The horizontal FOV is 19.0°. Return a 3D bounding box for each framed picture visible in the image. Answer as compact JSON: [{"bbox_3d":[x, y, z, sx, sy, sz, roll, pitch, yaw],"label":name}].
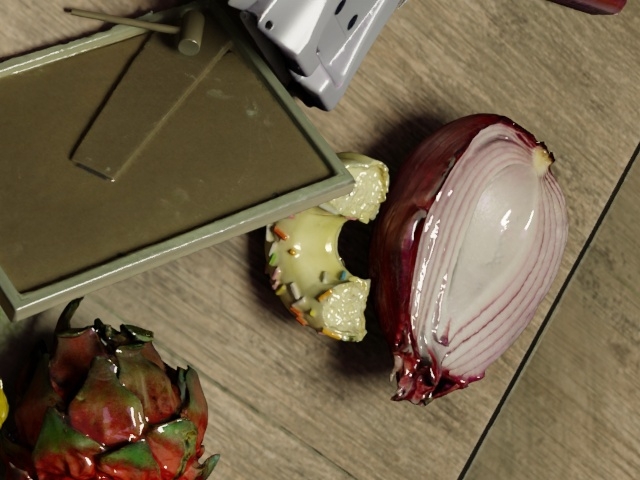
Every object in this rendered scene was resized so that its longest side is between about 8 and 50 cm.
[{"bbox_3d":[-0.161,-0.076,1.524,0.315,0.232,0.024,-22,151,-28],"label":"framed picture"}]

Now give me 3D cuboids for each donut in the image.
[{"bbox_3d":[-0.004,0.002,1.668,0.065,0.108,0.166,-7,107,-52],"label":"donut"}]

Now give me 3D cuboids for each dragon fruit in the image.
[{"bbox_3d":[-0.173,0.162,1.548,0.182,0.182,0.189,29,89,-31],"label":"dragon fruit"}]

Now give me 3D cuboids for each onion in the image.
[{"bbox_3d":[0.106,0.023,1.727,0.283,0.120,0.227,-59,136,-23],"label":"onion"}]

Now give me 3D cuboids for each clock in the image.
[{"bbox_3d":[0.018,-0.218,1.589,0.083,0.253,0.186,37,87,15],"label":"clock"}]

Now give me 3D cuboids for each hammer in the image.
[{"bbox_3d":[-0.152,-0.179,1.582,0.110,0.019,0.035,9,51,-2],"label":"hammer"}]

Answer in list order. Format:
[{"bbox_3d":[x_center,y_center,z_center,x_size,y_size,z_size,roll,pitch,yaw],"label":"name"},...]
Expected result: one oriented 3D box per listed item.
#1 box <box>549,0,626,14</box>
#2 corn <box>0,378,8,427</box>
[{"bbox_3d":[0.197,-0.292,1.795,0.224,0.069,0.120,13,88,-34],"label":"box"},{"bbox_3d":[-0.387,0.067,1.425,0.344,0.131,0.131,39,74,-27],"label":"corn"}]
